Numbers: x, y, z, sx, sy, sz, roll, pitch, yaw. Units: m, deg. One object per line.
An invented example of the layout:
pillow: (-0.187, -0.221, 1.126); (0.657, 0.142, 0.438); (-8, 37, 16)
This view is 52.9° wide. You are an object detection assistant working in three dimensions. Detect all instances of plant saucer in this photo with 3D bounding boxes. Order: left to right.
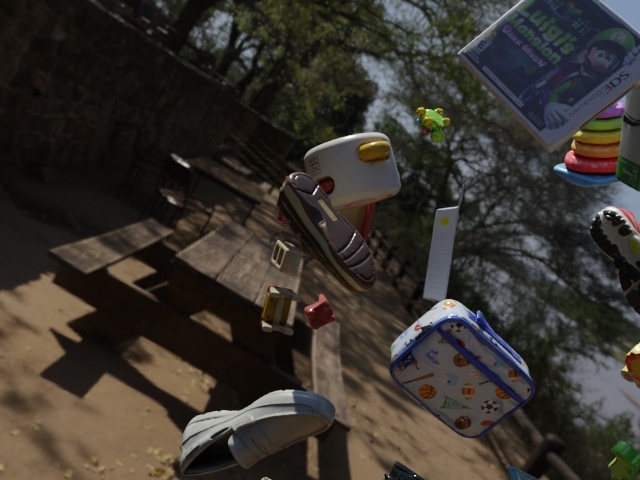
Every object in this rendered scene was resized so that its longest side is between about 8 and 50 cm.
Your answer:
plant saucer: (0.450, 0.533, 1.377); (0.192, 0.018, 0.067); (38, 38, -44)

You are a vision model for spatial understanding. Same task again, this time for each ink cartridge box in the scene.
ink cartridge box: (0.328, -0.006, 1.710); (0.072, 0.307, 0.303); (8, 2, 12)
ink cartridge box: (0.617, -0.201, 1.122); (0.153, 0.208, 0.087); (-6, 23, -2)

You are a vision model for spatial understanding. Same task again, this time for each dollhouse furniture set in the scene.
dollhouse furniture set: (-0.019, 0.043, 1.584); (0.201, 0.374, 0.152); (12, 6, -17)

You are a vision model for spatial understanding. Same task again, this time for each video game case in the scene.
video game case: (0.300, -0.233, 0.821); (0.190, 0.173, 0.022); (55, 9, 26)

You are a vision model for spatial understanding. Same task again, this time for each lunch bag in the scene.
lunch bag: (0.315, 0.286, 1.450); (0.303, 0.243, 0.115); (41, 24, -10)

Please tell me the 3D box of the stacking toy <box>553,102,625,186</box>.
stacking toy: (0.714, -0.300, 1.642); (0.165, 0.302, 0.175); (-15, 24, -19)

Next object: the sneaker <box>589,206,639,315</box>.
sneaker: (0.690, 0.047, 1.361); (0.118, 0.107, 0.279); (-9, 70, -39)

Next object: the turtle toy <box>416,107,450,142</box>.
turtle toy: (0.349, -0.359, 2.001); (0.095, 0.066, 0.130); (-3, 48, -26)

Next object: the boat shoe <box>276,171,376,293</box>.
boat shoe: (0.005, -0.001, 1.181); (0.095, 0.095, 0.257); (-11, 62, -45)

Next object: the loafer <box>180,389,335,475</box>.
loafer: (-0.116, 0.349, 1.140); (0.112, 0.319, 0.111); (50, 31, -29)

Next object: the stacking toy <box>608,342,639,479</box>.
stacking toy: (0.364, 0.138, 0.663); (0.052, 0.167, 0.221); (39, -27, 37)

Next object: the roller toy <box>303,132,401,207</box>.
roller toy: (0.066, -0.150, 1.374); (0.209, 0.191, 0.146); (0, 76, -80)

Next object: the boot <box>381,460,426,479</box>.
boot: (0.196, 0.590, 1.517); (0.121, 0.099, 0.045); (26, -21, 28)

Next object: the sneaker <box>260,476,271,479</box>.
sneaker: (-0.080, 0.498, 1.171); (0.067, 0.042, 0.118); (42, 26, -35)
